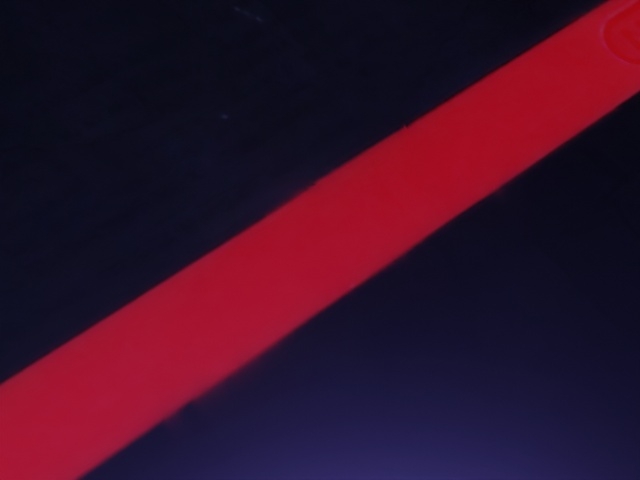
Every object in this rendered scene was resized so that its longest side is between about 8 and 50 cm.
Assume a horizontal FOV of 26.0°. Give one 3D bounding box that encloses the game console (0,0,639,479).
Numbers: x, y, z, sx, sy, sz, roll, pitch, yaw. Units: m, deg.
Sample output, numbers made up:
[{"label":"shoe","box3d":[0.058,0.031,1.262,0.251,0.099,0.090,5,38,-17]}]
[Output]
[{"label":"game console","box3d":[0.000,0.000,0.373,0.386,0.060,0.342,-33,72,-27]}]
